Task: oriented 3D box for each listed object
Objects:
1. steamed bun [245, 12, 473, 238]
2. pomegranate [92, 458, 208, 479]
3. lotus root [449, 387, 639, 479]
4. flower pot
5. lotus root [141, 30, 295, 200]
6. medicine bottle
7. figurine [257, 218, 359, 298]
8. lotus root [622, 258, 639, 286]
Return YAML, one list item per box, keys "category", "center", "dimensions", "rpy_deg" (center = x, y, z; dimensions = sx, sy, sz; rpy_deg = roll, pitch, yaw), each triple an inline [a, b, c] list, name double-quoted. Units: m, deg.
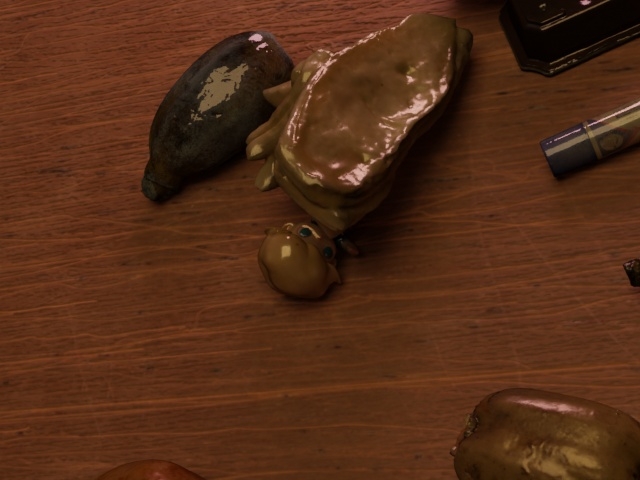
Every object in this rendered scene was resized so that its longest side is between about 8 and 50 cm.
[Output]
- category: "steamed bun"
  center: [0.027, -0.178, 2.028]
  dimensions: [0.247, 0.189, 0.428]
  rpy_deg: [32, 54, 0]
- category: "pomegranate"
  center: [-0.217, 0.403, 1.802]
  dimensions: [0.248, 0.248, 0.248]
  rpy_deg: [-11, 58, 18]
- category: "lotus root"
  center: [0.293, 0.268, 1.697]
  dimensions: [0.284, 0.146, 0.160]
  rpy_deg: [13, 86, 27]
- category: "flower pot"
  center: [0.385, -0.364, 2.059]
  dimensions: [0.250, 0.084, 0.179]
  rpy_deg: [-24, 55, 10]
- category: "lotus root"
  center: [-0.177, -0.198, 2.183]
  dimensions: [0.322, 0.140, 0.158]
  rpy_deg: [-45, 54, -2]
- category: "medicine bottle"
  center: [0.422, -0.158, 1.937]
  dimensions: [0.230, 0.059, 0.059]
  rpy_deg: [-24, 55, 10]
- category: "figurine"
  center: [0.000, 0.000, 2.017]
  dimensions: [0.196, 0.114, 0.108]
  rpy_deg: [-42, 30, -17]
- category: "lotus root"
  center: [0.481, 0.042, 1.783]
  dimensions: [0.183, 0.077, 0.090]
  rpy_deg: [-1, 55, 20]
